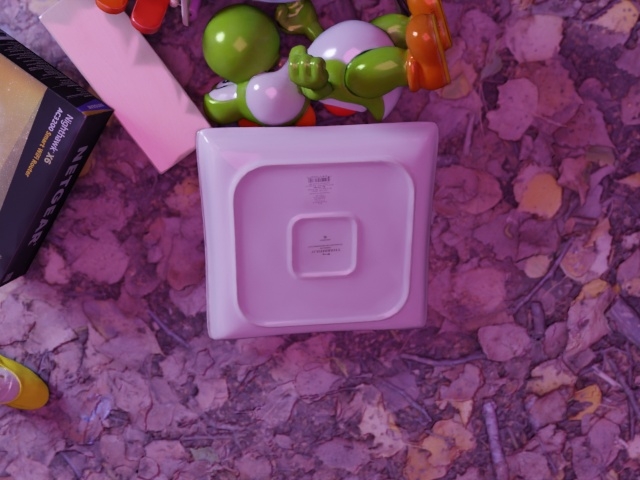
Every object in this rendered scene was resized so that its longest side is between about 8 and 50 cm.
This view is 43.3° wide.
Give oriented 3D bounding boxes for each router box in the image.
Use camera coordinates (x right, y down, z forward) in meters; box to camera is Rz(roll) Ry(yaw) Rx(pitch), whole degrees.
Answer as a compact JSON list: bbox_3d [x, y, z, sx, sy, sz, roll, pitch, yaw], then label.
[{"bbox_3d":[-0.472,-0.124,1.138,0.243,0.081,0.309,35,110,2],"label":"router box"}]

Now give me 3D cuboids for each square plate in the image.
[{"bbox_3d":[0.000,0.000,1.190,0.347,0.049,0.344,-3,116,-7],"label":"square plate"}]

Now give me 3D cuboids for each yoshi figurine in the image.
[{"bbox_3d":[-0.014,-0.265,1.102,0.362,0.203,0.203,-12,81,19],"label":"yoshi figurine"}]

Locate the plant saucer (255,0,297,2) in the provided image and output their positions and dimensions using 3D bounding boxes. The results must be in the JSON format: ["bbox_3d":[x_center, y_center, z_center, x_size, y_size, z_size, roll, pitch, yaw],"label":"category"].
[{"bbox_3d":[-0.084,-0.459,1.089,0.318,0.044,0.317,4,77,-17],"label":"plant saucer"}]

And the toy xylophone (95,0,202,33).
[{"bbox_3d":[-0.292,-0.421,1.085,0.323,0.081,0.236,24,56,-9],"label":"toy xylophone"}]

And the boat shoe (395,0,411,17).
[{"bbox_3d":[0.123,-0.407,1.146,0.080,0.073,0.223,-18,103,-1],"label":"boat shoe"}]

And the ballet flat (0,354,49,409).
[{"bbox_3d":[-0.534,0.203,1.251,0.231,0.077,0.077,36,98,-8],"label":"ballet flat"}]

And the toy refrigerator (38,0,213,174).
[{"bbox_3d":[-0.271,-0.233,1.164,0.102,0.094,0.269,-38,101,-1],"label":"toy refrigerator"}]
